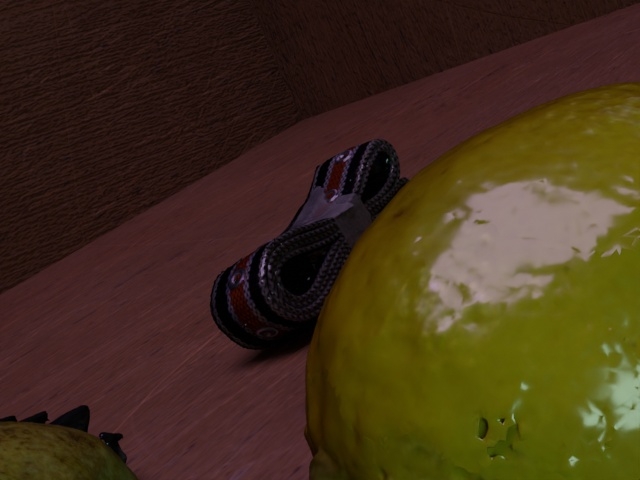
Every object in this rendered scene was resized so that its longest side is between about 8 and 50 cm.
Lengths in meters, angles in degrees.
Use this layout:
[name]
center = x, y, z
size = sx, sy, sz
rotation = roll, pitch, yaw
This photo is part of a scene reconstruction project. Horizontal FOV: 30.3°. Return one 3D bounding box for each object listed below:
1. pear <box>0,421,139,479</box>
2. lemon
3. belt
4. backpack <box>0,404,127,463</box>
[pear]
center = -0.160, 0.186, 0.595
size = 0.197, 0.197, 0.197
rotation = -23, 11, 5
[lemon]
center = 0.125, 0.052, 0.502
size = 0.263, 0.236, 0.236
rotation = -34, 11, 4
[belt]
center = 0.000, 0.000, 1.289
size = 0.094, 0.126, 0.359
rotation = -19, 13, 33
[backpack]
center = -0.268, 0.206, 0.916
size = 0.258, 0.133, 0.206
rotation = -26, 1, -42
